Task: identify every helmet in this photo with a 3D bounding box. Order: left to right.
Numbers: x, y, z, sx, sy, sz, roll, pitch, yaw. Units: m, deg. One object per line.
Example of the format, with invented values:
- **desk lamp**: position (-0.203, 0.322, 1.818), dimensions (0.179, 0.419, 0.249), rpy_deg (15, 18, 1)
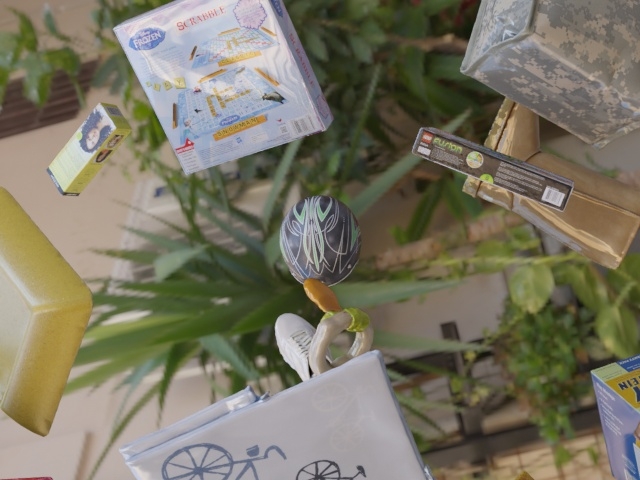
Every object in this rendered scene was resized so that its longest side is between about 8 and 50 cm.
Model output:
- **helmet**: position (0.000, 0.000, 2.003), dimensions (0.161, 0.169, 0.169), rpy_deg (-31, -73, -78)

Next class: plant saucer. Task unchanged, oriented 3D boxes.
- **plant saucer**: position (-0.553, 0.130, 1.863), dimensions (0.081, 0.332, 0.333), rpy_deg (-10, -136, -46)

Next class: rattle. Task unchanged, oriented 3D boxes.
- **rattle**: position (0.004, 0.187, 1.785), dimensions (0.130, 0.143, 0.199), rpy_deg (-37, -40, -43)

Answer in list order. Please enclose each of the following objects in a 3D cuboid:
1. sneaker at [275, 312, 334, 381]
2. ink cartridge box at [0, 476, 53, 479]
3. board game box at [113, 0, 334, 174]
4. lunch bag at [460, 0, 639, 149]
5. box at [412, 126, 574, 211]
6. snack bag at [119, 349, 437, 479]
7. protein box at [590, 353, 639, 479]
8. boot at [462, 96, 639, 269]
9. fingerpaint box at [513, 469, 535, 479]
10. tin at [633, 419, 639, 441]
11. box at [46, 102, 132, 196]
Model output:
- **sneaker**: position (-0.017, 0.218, 2.012), dimensions (0.235, 0.090, 0.095), rpy_deg (54, 168, 32)
- **ink cartridge box**: position (-0.652, 0.551, 1.911), dimensions (0.130, 0.310, 0.271), rpy_deg (81, -174, -64)
- **board game box**: position (-0.181, -0.314, 2.006), dimensions (0.318, 0.319, 0.066), rpy_deg (66, -155, -20)
- **lunch bag**: position (0.339, -0.306, 1.383), dimensions (0.169, 0.235, 0.287), rpy_deg (-28, 40, 61)
- **box**: position (0.229, -0.096, 1.400), dimensions (0.114, 0.207, 0.036), rpy_deg (-27, -42, -75)
- **snack bag**: position (-0.037, 0.293, 1.351), dimensions (0.037, 0.343, 0.323), rpy_deg (-115, 2, -51)
- **protein box**: position (0.542, 0.306, 1.659), dimensions (0.200, 0.136, 0.201), rpy_deg (-129, 22, -71)
- **boot**: position (0.390, -0.115, 1.671), dimensions (0.236, 0.270, 0.089), rpy_deg (-65, -10, 5)
- **fingerpaint box**: position (0.217, 0.612, 1.759), dimensions (0.163, 0.445, 0.371), rpy_deg (45, -168, 14)
- **tin**: position (0.500, 0.269, 1.387), dimensions (0.106, 0.190, 0.040), rpy_deg (-122, 51, -67)
- **box**: position (-0.539, -0.209, 2.471), dimensions (0.058, 0.232, 0.087), rpy_deg (0, -132, -56)
